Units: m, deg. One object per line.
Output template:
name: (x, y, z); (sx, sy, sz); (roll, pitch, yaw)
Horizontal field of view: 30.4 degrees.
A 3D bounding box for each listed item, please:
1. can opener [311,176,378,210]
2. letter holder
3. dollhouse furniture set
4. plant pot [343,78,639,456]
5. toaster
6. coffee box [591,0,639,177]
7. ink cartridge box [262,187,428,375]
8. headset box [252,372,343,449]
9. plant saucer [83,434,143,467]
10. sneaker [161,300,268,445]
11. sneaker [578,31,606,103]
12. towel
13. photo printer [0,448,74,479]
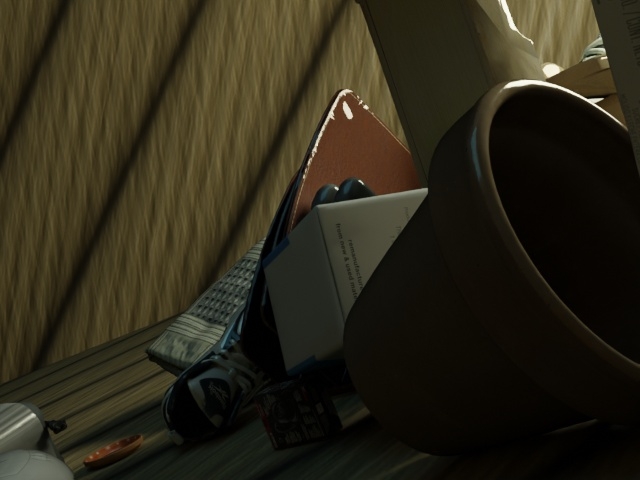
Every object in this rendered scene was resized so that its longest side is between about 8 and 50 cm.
can opener: (0.105, 0.017, 1.325); (0.074, 0.280, 0.093); (-16, 46, 45)
letter holder: (0.000, 0.000, 1.389); (0.152, 0.214, 0.302); (-20, 39, 38)
dollhouse furniture set: (0.269, -0.213, 1.300); (0.394, 0.256, 0.362); (-18, -2, -34)
plant pot: (0.141, 0.047, 0.884); (0.263, 0.263, 0.229); (-27, -12, -50)
toaster: (-0.434, 0.293, 1.494); (0.227, 0.129, 0.146); (-17, 10, 36)
coffee box: (0.414, -0.142, 0.772); (0.334, 0.338, 0.338); (-12, 9, 39)
ink cartridge box: (0.123, 0.029, 1.144); (0.307, 0.129, 0.223); (-10, -12, -18)
headset box: (-0.027, 0.175, 1.201); (0.083, 0.062, 0.032); (-20, 3, 40)
plant saucer: (-0.272, 0.280, 1.557); (0.083, 0.013, 0.083); (-22, 4, 1)
sneaker: (-0.106, 0.161, 1.428); (0.235, 0.094, 0.153); (-38, 11, 7)
sneaker: (0.371, -0.213, 1.735); (0.447, 0.258, 0.169); (4, -17, -16)
towel: (-0.087, 0.090, 1.701); (0.312, 0.056, 0.324); (-42, 25, -20)
photo printer: (-0.377, 0.301, 1.130); (0.307, 0.107, 0.256); (-23, 4, -12)
